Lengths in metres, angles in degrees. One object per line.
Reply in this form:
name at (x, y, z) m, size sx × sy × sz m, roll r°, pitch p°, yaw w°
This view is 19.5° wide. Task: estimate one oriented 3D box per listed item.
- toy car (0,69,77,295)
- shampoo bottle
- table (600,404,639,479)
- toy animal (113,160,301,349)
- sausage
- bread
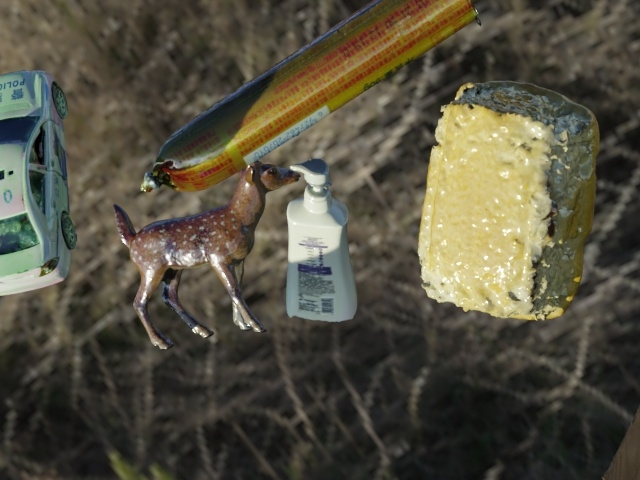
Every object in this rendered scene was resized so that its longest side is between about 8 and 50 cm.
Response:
toy car at (-0.284, -0.062, 1.727) m, size 0.090 × 0.076 × 0.224 m, roll -12°, pitch 67°, yaw 13°
shampoo bottle at (0.000, 0.000, 1.247) m, size 0.049 × 0.141 × 0.034 m, roll 8°, pitch 47°, yaw 9°
table at (0.214, 0.177, 0.838) m, size 0.172 × 0.193 × 0.169 m, roll 6°, pitch 69°, yaw 4°
toy animal at (-0.126, -0.015, 2.145) m, size 0.243 × 0.260 × 0.087 m, roll -11°, pitch 3°, yaw 13°
sausage at (-0.015, -0.146, 1.801) m, size 0.371 × 0.082 × 0.082 m, roll -33°, pitch 39°, yaw -1°
bread at (0.184, -0.034, 1.866) m, size 0.174 × 0.245 × 0.121 m, roll 17°, pitch 23°, yaw 33°
